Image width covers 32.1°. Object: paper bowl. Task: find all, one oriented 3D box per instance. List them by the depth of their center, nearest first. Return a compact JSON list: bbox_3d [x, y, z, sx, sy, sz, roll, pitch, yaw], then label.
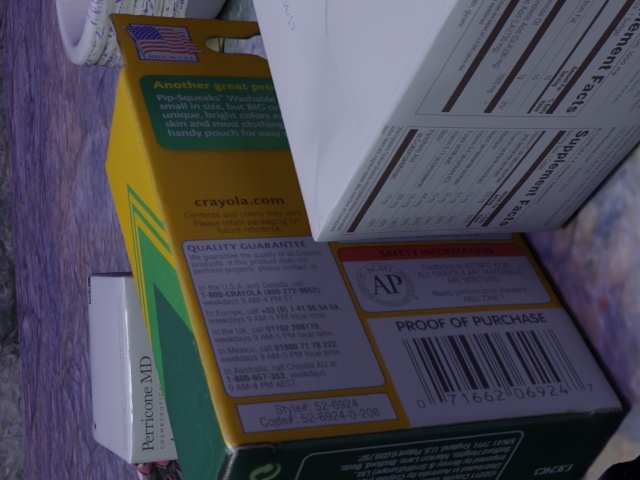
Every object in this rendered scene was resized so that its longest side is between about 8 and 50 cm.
[{"bbox_3d":[-0.172,-0.311,1.086,0.284,0.148,0.284,178,90,-67],"label":"paper bowl"}]

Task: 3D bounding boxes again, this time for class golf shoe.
[{"bbox_3d":[-0.174,0.288,1.262,0.086,0.067,0.186,74,-179,-63],"label":"golf shoe"}]

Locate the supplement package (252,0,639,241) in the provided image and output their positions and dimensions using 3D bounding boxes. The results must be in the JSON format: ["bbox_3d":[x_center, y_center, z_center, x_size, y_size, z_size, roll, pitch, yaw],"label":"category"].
[{"bbox_3d":[0.063,-0.164,0.537,0.204,0.145,0.262,121,140,-53],"label":"supplement package"}]

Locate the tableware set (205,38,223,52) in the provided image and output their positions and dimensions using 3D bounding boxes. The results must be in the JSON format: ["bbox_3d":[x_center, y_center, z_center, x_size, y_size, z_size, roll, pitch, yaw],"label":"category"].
[{"bbox_3d":[-0.131,-0.155,1.167,0.168,0.020,0.141,-154,64,-65],"label":"tableware set"}]

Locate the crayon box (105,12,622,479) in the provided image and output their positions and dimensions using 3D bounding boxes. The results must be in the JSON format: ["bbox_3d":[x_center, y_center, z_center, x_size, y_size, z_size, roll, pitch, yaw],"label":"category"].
[{"bbox_3d":[0.000,0.000,0.628,0.083,0.203,0.323,109,150,-41],"label":"crayon box"}]

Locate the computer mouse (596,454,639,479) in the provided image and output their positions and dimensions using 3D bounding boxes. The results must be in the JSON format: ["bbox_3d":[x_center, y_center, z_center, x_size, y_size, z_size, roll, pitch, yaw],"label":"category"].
[{"bbox_3d":[0.131,0.113,0.350,0.072,0.272,0.189,2,96,25],"label":"computer mouse"}]

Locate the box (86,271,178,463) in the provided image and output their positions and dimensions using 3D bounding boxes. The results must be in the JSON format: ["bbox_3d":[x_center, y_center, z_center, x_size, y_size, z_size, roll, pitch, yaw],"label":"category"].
[{"bbox_3d":[-0.160,0.121,1.128,0.182,0.119,0.181,177,91,-67],"label":"box"}]
